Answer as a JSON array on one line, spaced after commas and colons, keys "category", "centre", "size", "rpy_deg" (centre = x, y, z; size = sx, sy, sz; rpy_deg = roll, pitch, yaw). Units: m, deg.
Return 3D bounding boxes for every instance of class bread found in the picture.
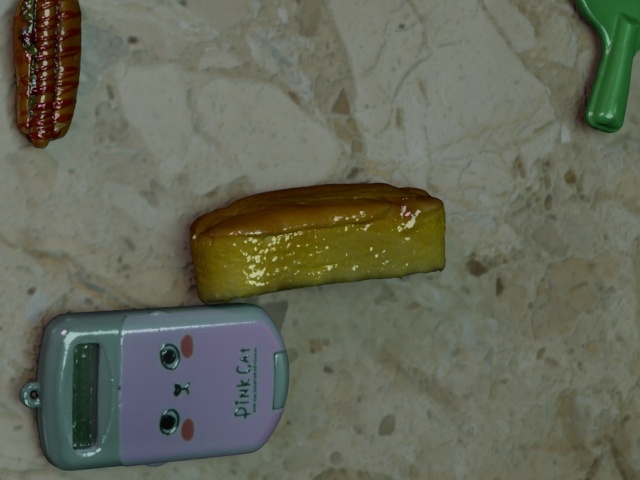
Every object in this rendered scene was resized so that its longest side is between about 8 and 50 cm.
[{"category": "bread", "centre": [0.000, 0.000, 1.650], "size": [0.246, 0.102, 0.094], "rpy_deg": [-7, 98, -23]}]

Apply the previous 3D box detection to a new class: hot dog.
[{"category": "hot dog", "centre": [-0.233, -0.150, 1.567], "size": [0.062, 0.038, 0.144], "rpy_deg": [3, 91, -26]}]

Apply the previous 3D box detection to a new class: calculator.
[{"category": "calculator", "centre": [-0.143, 0.127, 1.610], "size": [0.246, 0.045, 0.141], "rpy_deg": [-2, 101, -24]}]

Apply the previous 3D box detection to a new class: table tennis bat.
[{"category": "table tennis bat", "centre": [0.304, -0.230, 1.820], "size": [0.160, 0.039, 0.257], "rpy_deg": [18, 79, -25]}]
